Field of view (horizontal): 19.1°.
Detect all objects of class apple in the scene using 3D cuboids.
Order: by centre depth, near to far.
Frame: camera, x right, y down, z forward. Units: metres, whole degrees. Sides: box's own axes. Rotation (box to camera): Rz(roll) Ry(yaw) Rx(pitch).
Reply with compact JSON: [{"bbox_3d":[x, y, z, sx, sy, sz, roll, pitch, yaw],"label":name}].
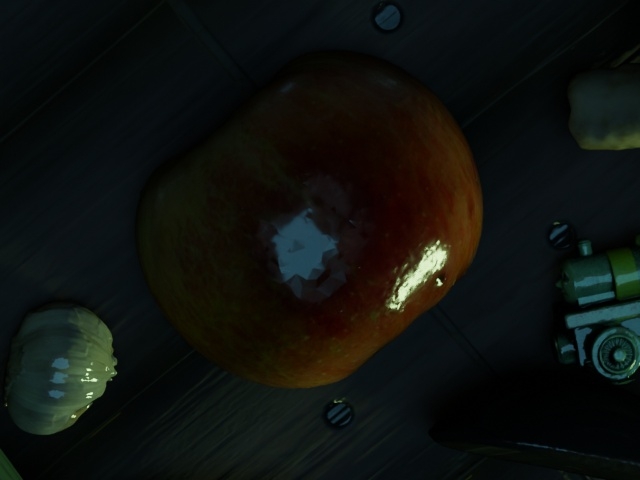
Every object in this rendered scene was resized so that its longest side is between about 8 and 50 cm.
[{"bbox_3d":[0.000,0.000,1.541,0.293,0.163,0.251,-38,107,6],"label":"apple"}]

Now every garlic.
[{"bbox_3d":[-0.218,0.107,1.587,0.094,0.074,0.113,10,90,-1],"label":"garlic"}]

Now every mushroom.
[{"bbox_3d":[0.310,-0.128,1.534,0.209,0.206,0.206,1,106,-2],"label":"mushroom"}]

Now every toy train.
[{"bbox_3d":[0.293,0.046,1.647,0.200,0.083,0.132,-11,97,-5],"label":"toy train"}]

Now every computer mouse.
[{"bbox_3d":[0.229,0.161,1.642,0.264,0.147,0.088,15,81,-11],"label":"computer mouse"}]

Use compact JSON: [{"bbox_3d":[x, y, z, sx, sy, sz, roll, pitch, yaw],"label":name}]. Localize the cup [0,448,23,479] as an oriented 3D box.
[{"bbox_3d":[-0.384,0.265,1.525,0.310,0.401,0.392,-48,115,-28],"label":"cup"}]
